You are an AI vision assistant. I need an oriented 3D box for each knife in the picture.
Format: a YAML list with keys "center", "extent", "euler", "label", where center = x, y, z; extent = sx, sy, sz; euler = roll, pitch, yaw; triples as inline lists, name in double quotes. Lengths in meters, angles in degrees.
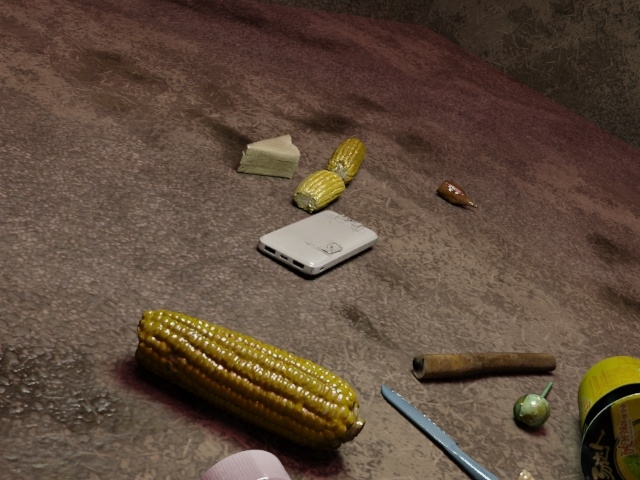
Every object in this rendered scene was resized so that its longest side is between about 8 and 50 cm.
- center: [0.199, 0.317, 1.519]
  extent: [0.044, 0.019, 0.313]
  euler: [2, 29, -49]
  label: "knife"

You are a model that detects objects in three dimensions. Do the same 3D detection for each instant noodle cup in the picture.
- center: [0.519, 0.300, 1.593]
  extent: [0.215, 0.215, 0.236]
  euler: [20, 18, 0]
  label: "instant noodle cup"

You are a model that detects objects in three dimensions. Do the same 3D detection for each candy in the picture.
- center: [0.388, 0.280, 1.711]
  extent: [0.061, 0.061, 0.202]
  euler: [28, 18, 17]
  label: "candy"

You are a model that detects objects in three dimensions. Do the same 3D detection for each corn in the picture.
- center: [-0.003, -0.113, 2.197]
  extent: [0.085, 0.063, 0.165]
  euler: [46, 29, -1]
  label: "corn"
- center: [0.064, -0.200, 2.403]
  extent: [0.080, 0.080, 0.238]
  euler: [21, 23, 1]
  label: "corn"
- center: [-0.105, 0.199, 1.407]
  extent: [0.363, 0.120, 0.120]
  euler: [24, 25, 9]
  label: "corn"

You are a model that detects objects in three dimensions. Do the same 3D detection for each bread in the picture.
- center: [-0.132, -0.205, 2.264]
  extent: [0.152, 0.077, 0.105]
  euler: [8, 31, -31]
  label: "bread"

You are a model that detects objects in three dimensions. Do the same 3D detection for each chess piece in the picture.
- center: [0.338, 0.386, 1.463]
  extent: [0.092, 0.035, 0.035]
  euler: [32, 27, 17]
  label: "chess piece"

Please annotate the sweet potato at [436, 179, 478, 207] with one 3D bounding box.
- center: [0.354, -0.114, 2.480]
  extent: [0.117, 0.049, 0.049]
  euler: [32, 27, 18]
  label: "sweet potato"

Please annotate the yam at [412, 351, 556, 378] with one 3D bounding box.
- center: [0.305, 0.224, 1.756]
  extent: [0.327, 0.045, 0.045]
  euler: [3, 60, -33]
  label: "yam"

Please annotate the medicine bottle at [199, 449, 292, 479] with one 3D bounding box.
- center: [-0.047, 0.367, 1.094]
  extent: [0.133, 0.133, 0.249]
  euler: [3, 29, -33]
  label: "medicine bottle"

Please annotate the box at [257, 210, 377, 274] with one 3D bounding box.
- center: [0.000, 0.000, 1.988]
  extent: [0.142, 0.044, 0.285]
  euler: [28, 26, 22]
  label: "box"
